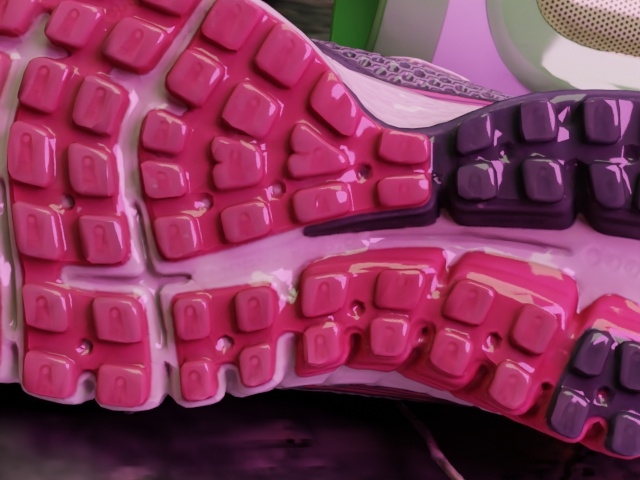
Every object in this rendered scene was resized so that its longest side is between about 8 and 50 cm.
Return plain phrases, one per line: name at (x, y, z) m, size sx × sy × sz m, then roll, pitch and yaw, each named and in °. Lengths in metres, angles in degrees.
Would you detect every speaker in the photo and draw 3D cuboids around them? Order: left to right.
speaker at (0.159, -0.083, 0.617) m, size 0.297 × 0.131 × 0.131 m, roll 9°, pitch 29°, yaw -11°

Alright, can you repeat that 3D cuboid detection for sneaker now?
sneaker at (0.000, 0.000, 0.426) m, size 0.299 × 0.120 × 0.112 m, roll 15°, pitch -1°, yaw 2°
